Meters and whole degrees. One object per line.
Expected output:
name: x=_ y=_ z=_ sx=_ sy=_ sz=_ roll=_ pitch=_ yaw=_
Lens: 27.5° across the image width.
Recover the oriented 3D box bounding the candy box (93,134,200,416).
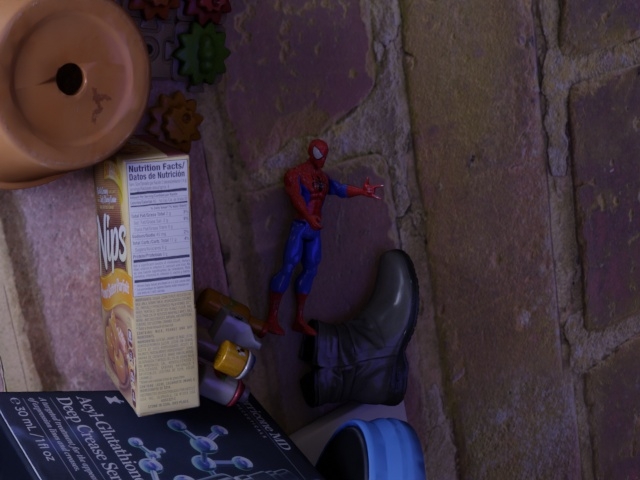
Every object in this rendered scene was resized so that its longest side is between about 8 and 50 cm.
candy box: x=-0.218 y=0.037 z=1.627 sx=0.087 sy=0.183 sz=0.317 roll=-7 pitch=104 yaw=-21

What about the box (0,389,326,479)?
box: x=-0.209 y=0.349 z=1.613 sx=0.395 sy=0.293 sz=0.212 roll=5 pitch=116 yaw=-39

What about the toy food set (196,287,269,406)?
toy food set: x=-0.112 y=0.153 z=1.711 sx=0.104 sy=0.232 sz=0.111 roll=27 pitch=96 yaw=-19

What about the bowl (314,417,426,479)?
bowl: x=0.032 y=0.424 z=1.752 sx=0.077 sy=0.391 sz=0.391 roll=16 pitch=90 yaw=-12

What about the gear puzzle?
gear puzzle: x=-0.184 y=-0.275 z=1.680 sx=0.175 sy=0.044 sz=0.339 roll=-2 pitch=101 yaw=-38

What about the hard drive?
hard drive: x=0.014 y=0.367 z=1.980 sx=0.307 sy=0.040 sz=0.203 roll=-25 pitch=114 yaw=-31

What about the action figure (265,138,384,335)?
action figure: x=0.000 y=0.000 z=1.832 sx=0.091 sy=0.139 sz=0.280 roll=3 pitch=96 yaw=-39

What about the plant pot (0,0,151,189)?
plant pot: x=-0.327 y=-0.193 z=1.486 sx=0.290 sy=0.203 sz=0.291 roll=-8 pitch=104 yaw=-36

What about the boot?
boot: x=0.055 y=0.129 z=1.937 sx=0.161 sy=0.083 sz=0.247 roll=7 pitch=88 yaw=-26
